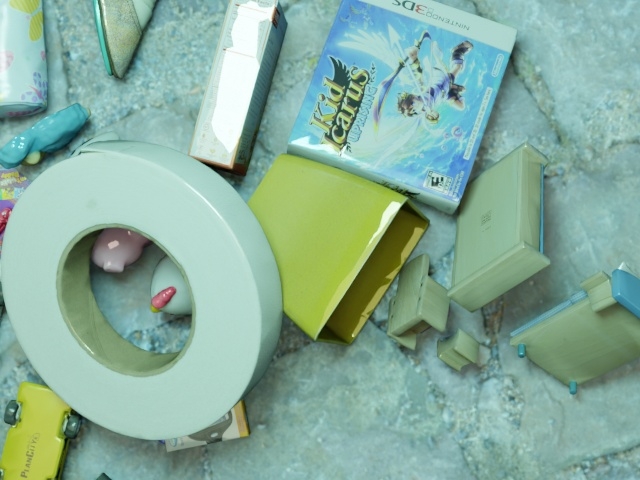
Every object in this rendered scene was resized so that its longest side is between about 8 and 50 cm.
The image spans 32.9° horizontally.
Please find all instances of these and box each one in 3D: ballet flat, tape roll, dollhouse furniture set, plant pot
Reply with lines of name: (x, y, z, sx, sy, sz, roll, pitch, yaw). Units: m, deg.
ballet flat: (-0.279, -0.387, 1.511, 0.106, 0.107, 0.315, -13, 91, -5)
tape roll: (-0.235, 0.066, 1.392, 0.392, 0.072, 0.391, 7, 109, 22)
dollhouse furniture set: (0.304, 0.070, 1.495, 0.303, 0.198, 0.286, 34, 133, -21)
plant pot: (0.000, 0.000, 1.454, 0.187, 0.212, 0.212, 33, 91, 16)

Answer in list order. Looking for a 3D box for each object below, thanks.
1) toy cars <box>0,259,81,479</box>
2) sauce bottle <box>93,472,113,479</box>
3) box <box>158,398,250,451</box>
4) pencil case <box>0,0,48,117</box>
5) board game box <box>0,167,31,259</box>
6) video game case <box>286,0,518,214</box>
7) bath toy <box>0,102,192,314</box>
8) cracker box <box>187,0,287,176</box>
toy cars: (-0.446, 0.204, 1.526, 0.177, 0.087, 0.393, -28, 85, -5)
sauce bottle: (-0.204, 0.464, 1.500, 0.111, 0.111, 0.344, -45, 87, 2)
box: (-0.174, 0.250, 1.539, 0.136, 0.028, 0.081, -12, 90, 1)
pencil case: (-0.450, -0.306, 1.511, 0.124, 0.113, 0.273, -6, 89, 22)
board game box: (-0.486, -0.034, 1.551, 0.169, 0.033, 0.133, -7, 90, 2)
video game case: (0.112, -0.202, 1.481, 0.244, 0.061, 0.269, 19, 77, 3)
bath toy: (-0.284, -0.023, 1.496, 0.348, 0.129, 0.151, 45, 126, 3)
cracker box: (-0.110, -0.210, 1.474, 0.067, 0.156, 0.232, 16, 90, 3)
